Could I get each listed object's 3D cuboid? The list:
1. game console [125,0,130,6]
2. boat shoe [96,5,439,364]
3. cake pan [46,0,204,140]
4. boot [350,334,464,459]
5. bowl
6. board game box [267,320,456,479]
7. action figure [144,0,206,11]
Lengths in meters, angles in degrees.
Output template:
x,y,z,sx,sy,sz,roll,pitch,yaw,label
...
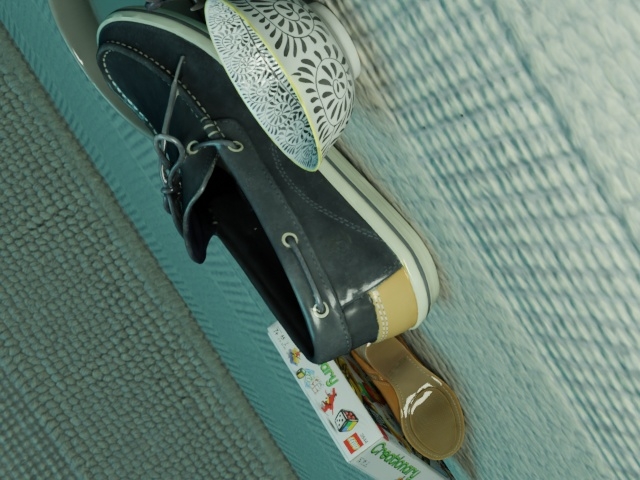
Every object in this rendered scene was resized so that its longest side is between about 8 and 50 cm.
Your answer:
x,y,z,sx,sy,sz,roll,pitch,yaw,label
-0.268,-0.296,1.623,0.144,0.085,0.124,61,-176,-24,game console
-0.095,-0.067,1.314,0.500,0.156,0.187,46,158,24,boat shoe
-0.221,-0.243,1.538,0.293,0.054,0.293,38,153,24,cake pan
0.090,0.153,1.497,0.197,0.073,0.152,59,175,-20,boot
-0.019,-0.150,1.083,0.170,0.080,0.170,52,167,17,bowl
0.059,0.209,1.525,0.193,0.053,0.305,55,-174,31,board game box
-0.177,-0.309,1.171,0.275,0.141,0.164,33,167,-20,action figure
